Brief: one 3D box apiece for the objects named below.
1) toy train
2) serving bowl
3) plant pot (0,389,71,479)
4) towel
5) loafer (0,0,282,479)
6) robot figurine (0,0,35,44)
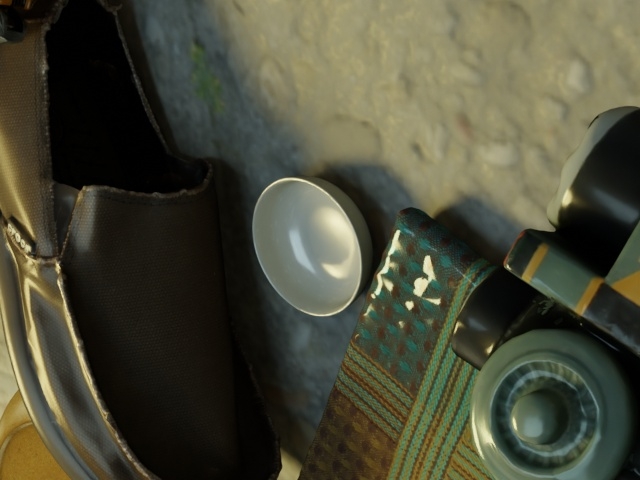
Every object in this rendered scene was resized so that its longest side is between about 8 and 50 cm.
[{"bbox_3d":[0.213,0.075,0.723,0.334,0.142,0.190,35,103,29],"label":"toy train"},{"bbox_3d":[0.000,0.000,0.978,0.083,0.027,0.083,20,122,36],"label":"serving bowl"},{"bbox_3d":[-0.164,0.208,1.225,0.236,0.032,0.236,19,120,36],"label":"plant pot"},{"bbox_3d":[0.144,0.184,0.920,0.370,0.040,0.271,40,131,25],"label":"towel"},{"bbox_3d":[-0.121,0.010,1.021,0.130,0.134,0.366,-30,86,44],"label":"loafer"},{"bbox_3d":[-0.229,-0.248,1.006,0.291,0.085,0.211,46,113,30],"label":"robot figurine"}]
